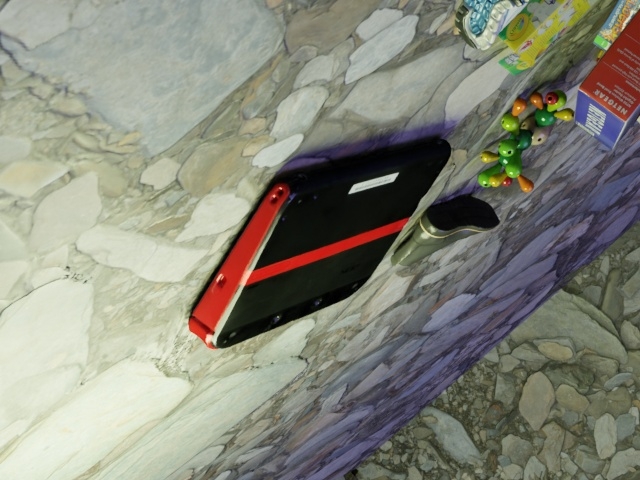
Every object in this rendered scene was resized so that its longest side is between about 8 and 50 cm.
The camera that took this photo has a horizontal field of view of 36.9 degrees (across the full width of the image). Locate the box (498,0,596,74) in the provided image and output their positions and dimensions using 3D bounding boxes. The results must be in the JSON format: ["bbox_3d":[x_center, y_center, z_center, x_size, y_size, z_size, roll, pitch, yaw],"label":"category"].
[{"bbox_3d":[0.307,-0.302,1.291,0.179,0.043,0.105,-47,160,15],"label":"box"}]

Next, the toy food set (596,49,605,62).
[{"bbox_3d":[0.502,-0.328,1.627,0.083,0.020,0.082,-32,160,-19],"label":"toy food set"}]

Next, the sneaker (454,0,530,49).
[{"bbox_3d":[0.220,-0.299,1.102,0.083,0.071,0.191,-43,179,-21],"label":"sneaker"}]

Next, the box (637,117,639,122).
[{"bbox_3d":[0.648,-0.332,1.728,0.232,0.127,0.148,-38,162,-2],"label":"box"}]

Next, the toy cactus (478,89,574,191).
[{"bbox_3d":[0.357,-0.174,1.617,0.180,0.112,0.219,-32,153,-52],"label":"toy cactus"}]

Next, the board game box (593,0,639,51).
[{"bbox_3d":[0.486,-0.375,1.397,0.201,0.035,0.136,-45,167,-27],"label":"board game box"}]

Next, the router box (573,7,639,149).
[{"bbox_3d":[0.501,-0.292,1.409,0.301,0.082,0.335,-52,168,7],"label":"router box"}]

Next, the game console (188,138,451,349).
[{"bbox_3d":[0.000,0.000,1.414,0.386,0.060,0.342,-19,148,-47],"label":"game console"}]

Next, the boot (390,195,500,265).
[{"bbox_3d":[0.228,-0.012,1.788,0.198,0.077,0.137,-4,147,-39],"label":"boot"}]
